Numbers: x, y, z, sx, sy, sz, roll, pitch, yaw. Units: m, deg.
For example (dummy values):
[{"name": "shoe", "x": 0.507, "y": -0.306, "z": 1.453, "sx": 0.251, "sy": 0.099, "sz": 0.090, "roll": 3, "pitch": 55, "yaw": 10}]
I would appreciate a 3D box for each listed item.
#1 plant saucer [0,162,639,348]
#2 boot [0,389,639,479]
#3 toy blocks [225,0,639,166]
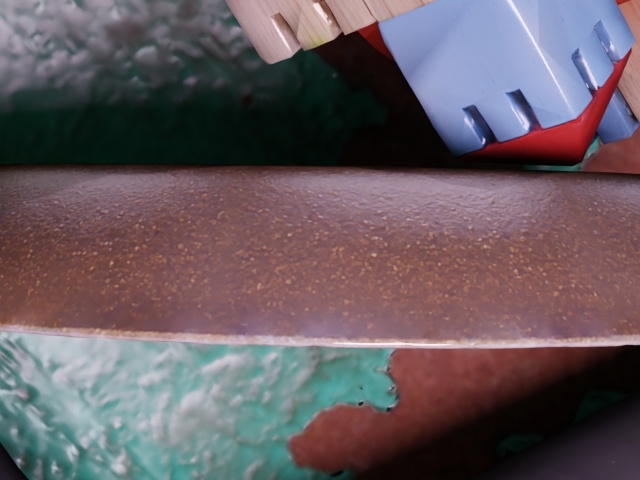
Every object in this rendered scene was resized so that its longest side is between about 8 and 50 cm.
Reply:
[{"name": "plant saucer", "x": 0.000, "y": 0.000, "z": 0.575, "sx": 0.311, "sy": 0.310, "sz": 0.050, "roll": 0, "pitch": 91, "yaw": -16}, {"name": "boot", "x": 0.039, "y": 0.123, "z": 0.640, "sx": 0.445, "sy": 0.146, "sz": 0.367, "roll": -17, "pitch": 129, "yaw": -17}, {"name": "toy blocks", "x": 0.078, "y": -0.152, "z": 0.597, "sx": 0.261, "sy": 0.191, "sz": 0.381, "roll": 58, "pitch": 44, "yaw": -17}]
